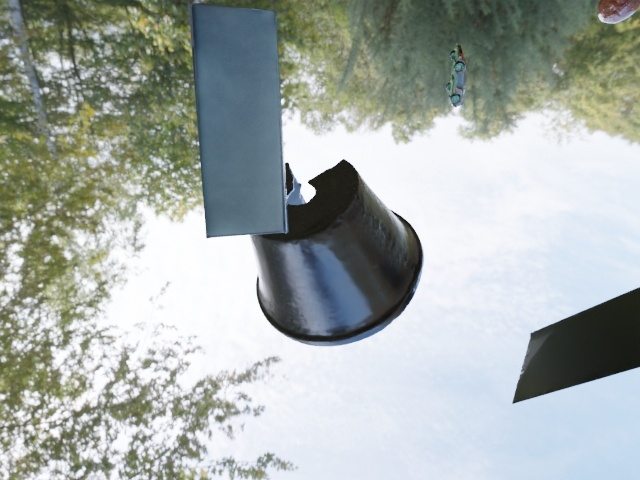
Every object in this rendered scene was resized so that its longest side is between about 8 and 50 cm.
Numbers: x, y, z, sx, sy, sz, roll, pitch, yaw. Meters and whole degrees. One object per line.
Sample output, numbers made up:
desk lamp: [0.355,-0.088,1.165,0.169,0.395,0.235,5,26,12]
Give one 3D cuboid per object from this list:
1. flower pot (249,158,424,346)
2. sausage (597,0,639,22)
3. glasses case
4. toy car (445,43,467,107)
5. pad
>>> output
flower pot: [0.000,0.000,0.863,0.380,0.251,0.379,-11,-131,13]
sausage: [0.520,-0.413,0.739,0.094,0.059,0.054,-38,-168,-17]
glasses case: [-0.099,-0.139,0.531,0.105,0.265,0.056,-4,-174,-19]
toy car: [0.273,-0.327,0.858,0.035,0.121,0.059,-1,-133,6]
pad: [0.571,0.206,0.898,0.007,0.367,0.247,45,-136,1]
